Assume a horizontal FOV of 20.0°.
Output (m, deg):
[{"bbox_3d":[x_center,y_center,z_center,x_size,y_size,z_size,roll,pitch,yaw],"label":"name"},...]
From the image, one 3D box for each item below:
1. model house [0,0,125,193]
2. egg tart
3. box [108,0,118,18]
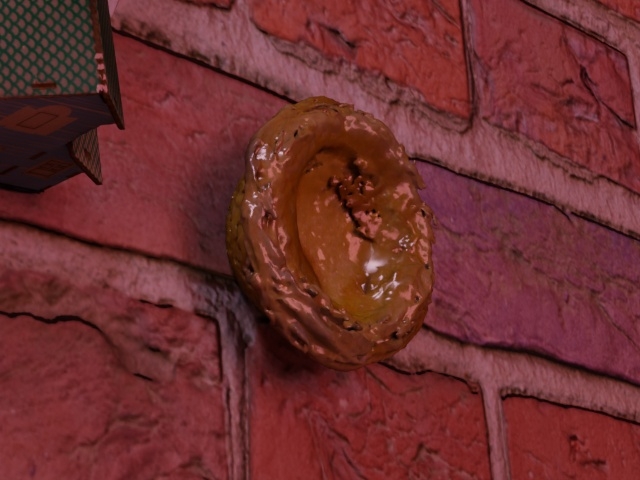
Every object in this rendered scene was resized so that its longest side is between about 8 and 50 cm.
[{"bbox_3d":[-0.251,-0.151,1.455,0.271,0.206,0.178,15,62,-47],"label":"model house"},{"bbox_3d":[0.000,0.000,1.772,0.288,0.118,0.288,27,54,-44],"label":"egg tart"},{"bbox_3d":[-0.232,-0.321,1.676,0.149,0.067,0.233,41,46,-32],"label":"box"}]
